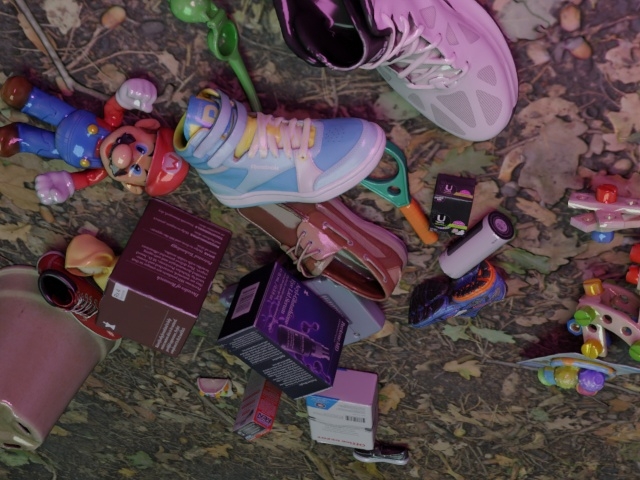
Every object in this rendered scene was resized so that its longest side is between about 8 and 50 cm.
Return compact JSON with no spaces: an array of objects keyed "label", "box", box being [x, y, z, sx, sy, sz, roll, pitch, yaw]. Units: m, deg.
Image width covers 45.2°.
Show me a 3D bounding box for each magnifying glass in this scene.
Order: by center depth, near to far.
[{"label":"magnifying glass","box":[0.124,-0.077,1.240,0.092,0.026,0.231,-16,130,33]}]

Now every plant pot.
[{"label":"plant pot","box":[-0.654,0.277,1.700,0.333,0.306,0.334,10,139,9]}]

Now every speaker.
[{"label":"speaker","box":[0.255,0.009,1.267,0.055,0.055,0.136,29,139,-13]}]

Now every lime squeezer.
[{"label":"lime squeezer","box":[-0.170,-0.291,1.079,0.109,0.059,0.310,-26,124,39]}]

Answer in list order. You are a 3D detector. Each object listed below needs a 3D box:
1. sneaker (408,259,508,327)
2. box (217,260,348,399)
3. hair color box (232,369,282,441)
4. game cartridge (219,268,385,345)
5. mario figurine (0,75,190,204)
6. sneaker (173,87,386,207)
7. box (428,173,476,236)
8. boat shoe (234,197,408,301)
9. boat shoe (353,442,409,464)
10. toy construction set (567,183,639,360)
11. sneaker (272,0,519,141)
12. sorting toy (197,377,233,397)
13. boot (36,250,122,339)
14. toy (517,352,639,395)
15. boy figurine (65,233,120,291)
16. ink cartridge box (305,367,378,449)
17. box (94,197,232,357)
[{"label":"sneaker","box":[0.241,0.112,1.373,0.087,0.083,0.221,30,143,-27]},{"label":"box","box":[-0.064,0.167,1.406,0.108,0.153,0.207,-26,125,38]},{"label":"hair color box","box":[-0.130,0.348,1.699,0.053,0.167,0.093,34,138,-18]},{"label":"game cartridge","box":[-0.032,0.141,1.521,0.297,0.062,0.198,-15,134,32]},{"label":"mario figurine","box":[-0.362,-0.158,1.214,0.320,0.170,0.198,16,138,4]},{"label":"sneaker","box":[-0.080,-0.148,1.127,0.318,0.127,0.208,-12,146,29]},{"label":"box","box":[0.207,-0.055,1.213,0.062,0.052,0.083,10,139,8]},{"label":"boat shoe","box":[0.000,0.000,1.299,0.324,0.117,0.123,25,139,-9]},{"label":"boat shoe","box":[0.149,0.518,1.892,0.142,0.049,0.040,2,119,16]},{"label":"toy construction set","box":[0.479,0.049,1.178,0.215,0.151,0.328,19,139,38]},{"label":"sneaker","box":[0.076,-0.225,0.909,0.169,0.258,0.447,-22,126,37]},{"label":"sorting toy","box":[-0.249,0.364,1.866,0.083,0.045,0.075,-2,155,21]},{"label":"boot","box":[-0.482,0.138,1.569,0.244,0.088,0.176,50,175,-25]},{"label":"toy","box":[0.461,0.246,1.385,0.136,0.056,0.237,14,169,-7]},{"label":"boy figurine","box":[-0.388,0.091,1.561,0.177,0.092,0.285,-13,134,42]},{"label":"ink cartridge box","box":[0.052,0.378,1.731,0.148,0.086,0.203,7,140,11]},{"label":"box","box":[-0.288,0.069,1.414,0.166,0.203,0.168,24,140,-9]}]
